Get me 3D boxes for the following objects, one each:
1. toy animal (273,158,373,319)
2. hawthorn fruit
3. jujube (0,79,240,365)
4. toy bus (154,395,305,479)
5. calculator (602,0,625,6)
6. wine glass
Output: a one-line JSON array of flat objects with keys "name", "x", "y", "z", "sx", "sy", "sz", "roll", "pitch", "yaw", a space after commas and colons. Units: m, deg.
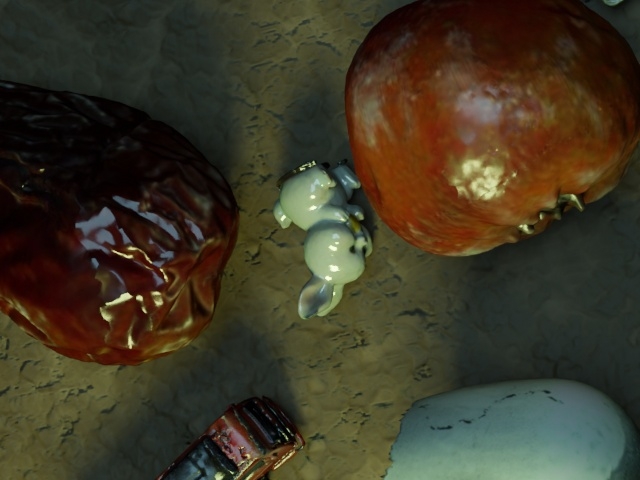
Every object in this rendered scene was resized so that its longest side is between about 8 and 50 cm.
[{"name": "toy animal", "x": 0.006, "y": -0.003, "z": 1.546, "sx": 0.085, "sy": 0.071, "sz": 0.124, "roll": -24, "pitch": 81, "yaw": 11}, {"name": "hawthorn fruit", "x": 0.124, "y": -0.129, "z": 1.451, "sx": 0.242, "sy": 0.242, "sz": 0.271, "roll": -33, "pitch": 76, "yaw": 11}, {"name": "jujube", "x": -0.232, "y": -0.025, "z": 1.556, "sx": 0.342, "sy": 0.216, "sz": 0.216, "roll": 28, "pitch": 94, "yaw": 21}, {"name": "toy bus", "x": -0.121, "y": 0.230, "z": 1.552, "sx": 0.235, "sy": 0.096, "sz": 0.073, "roll": -44, "pitch": 79, "yaw": 9}, {"name": "calculator", "x": 0.304, "y": -0.308, "z": 1.511, "sx": 0.157, "sy": 0.033, "sz": 0.236, "roll": 3, "pitch": 85, "yaw": 16}, {"name": "wine glass", "x": 0.217, "y": 0.221, "z": 1.399, "sx": 0.323, "sy": 0.238, "sz": 0.238, "roll": 7, "pitch": 88, "yaw": 16}]
